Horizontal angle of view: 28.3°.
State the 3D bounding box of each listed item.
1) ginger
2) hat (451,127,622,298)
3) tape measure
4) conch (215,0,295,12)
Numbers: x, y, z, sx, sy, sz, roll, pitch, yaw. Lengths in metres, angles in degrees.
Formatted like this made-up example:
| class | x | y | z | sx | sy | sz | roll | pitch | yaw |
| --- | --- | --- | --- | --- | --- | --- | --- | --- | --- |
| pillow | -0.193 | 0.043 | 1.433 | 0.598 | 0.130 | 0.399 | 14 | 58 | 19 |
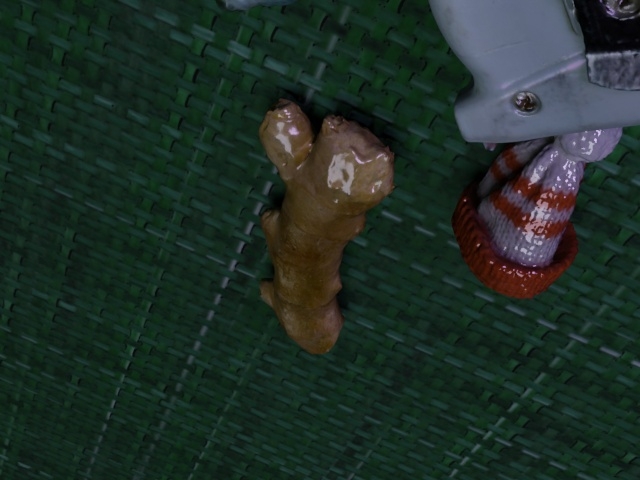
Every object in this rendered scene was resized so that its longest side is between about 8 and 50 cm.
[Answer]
| class | x | y | z | sx | sy | sz | roll | pitch | yaw |
| --- | --- | --- | --- | --- | --- | --- | --- | --- | --- |
| ginger | -0.002 | 0.002 | 1.094 | 0.118 | 0.065 | 0.299 | 25 | 142 | 16 |
| hat | 0.168 | -0.044 | 0.954 | 0.093 | 0.112 | 0.162 | 1 | 134 | -20 |
| tape measure | 0.179 | -0.164 | 0.772 | 0.243 | 0.125 | 0.246 | -5 | 135 | 28 |
| conch | 0.004 | -0.226 | 0.745 | 0.134 | 0.196 | 0.202 | 9 | 104 | -20 |
